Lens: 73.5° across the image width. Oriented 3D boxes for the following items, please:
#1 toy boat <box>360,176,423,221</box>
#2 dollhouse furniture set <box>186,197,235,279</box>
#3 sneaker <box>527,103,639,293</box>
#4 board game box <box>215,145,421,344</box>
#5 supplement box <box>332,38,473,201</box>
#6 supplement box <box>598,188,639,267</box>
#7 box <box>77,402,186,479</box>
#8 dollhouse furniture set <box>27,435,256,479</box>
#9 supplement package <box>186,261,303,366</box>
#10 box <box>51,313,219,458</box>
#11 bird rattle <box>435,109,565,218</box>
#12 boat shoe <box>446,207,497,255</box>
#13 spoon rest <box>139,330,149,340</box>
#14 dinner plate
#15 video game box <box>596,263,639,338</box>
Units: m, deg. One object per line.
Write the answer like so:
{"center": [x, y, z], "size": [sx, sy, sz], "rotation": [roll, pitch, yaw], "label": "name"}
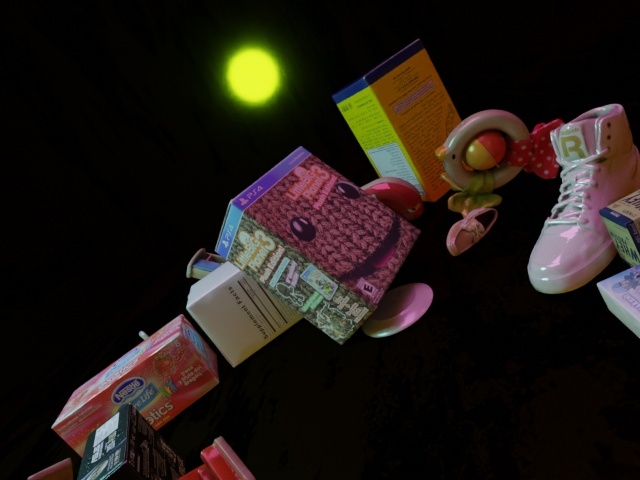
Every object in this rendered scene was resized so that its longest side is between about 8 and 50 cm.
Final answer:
{"center": [0.140, -0.048, 1.048], "size": [0.231, 0.151, 0.151], "rotation": [-26, 48, 29], "label": "toy boat"}
{"center": [-0.282, -0.038, 1.398], "size": [0.286, 0.198, 0.303], "rotation": [-76, 1, -67], "label": "dollhouse furniture set"}
{"center": [0.353, -0.074, 0.600], "size": [0.292, 0.169, 0.108], "rotation": [-43, 20, -26], "label": "sneaker"}
{"center": [0.000, 0.000, 0.799], "size": [0.232, 0.291, 0.141], "rotation": [-50, -6, -44], "label": "board game box"}
{"center": [0.228, -0.298, 1.141], "size": [0.195, 0.356, 0.194], "rotation": [-38, 17, -15], "label": "supplement box"}
{"center": [0.394, -0.016, 0.498], "size": [0.083, 0.083, 0.056], "rotation": [-31, 15, 14], "label": "supplement box"}
{"center": [-0.263, 0.345, 0.618], "size": [0.077, 0.147, 0.180], "rotation": [-39, 17, -16], "label": "box"}
{"center": [-0.193, 0.311, 0.400], "size": [0.259, 0.135, 0.262], "rotation": [-14, 35, -44], "label": "dollhouse furniture set"}
{"center": [-0.132, 0.110, 0.988], "size": [0.293, 0.175, 0.177], "rotation": [-35, 15, -6], "label": "supplement package"}
{"center": [-0.385, 0.320, 0.934], "size": [0.300, 0.142, 0.154], "rotation": [-36, 15, -7], "label": "box"}
{"center": [0.344, -0.159, 0.836], "size": [0.253, 0.207, 0.143], "rotation": [-35, 32, 31], "label": "bird rattle"}
{"center": [0.282, -0.022, 0.794], "size": [0.135, 0.050, 0.045], "rotation": [-43, 13, -30], "label": "boat shoe"}
{"center": [-0.572, 0.398, 1.227], "size": [0.276, 0.084, 0.137], "rotation": [-55, 22, -20], "label": "spoon rest"}
{"center": [0.131, 0.116, 0.756], "size": [0.141, 0.017, 0.141], "rotation": [-30, 16, 9], "label": "dinner plate"}
{"center": [0.388, 0.056, 0.369], "size": [0.187, 0.048, 0.205], "rotation": [-28, 17, 15], "label": "video game box"}
